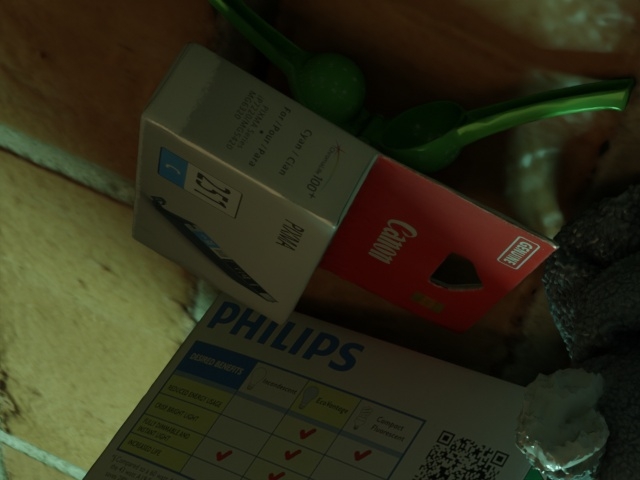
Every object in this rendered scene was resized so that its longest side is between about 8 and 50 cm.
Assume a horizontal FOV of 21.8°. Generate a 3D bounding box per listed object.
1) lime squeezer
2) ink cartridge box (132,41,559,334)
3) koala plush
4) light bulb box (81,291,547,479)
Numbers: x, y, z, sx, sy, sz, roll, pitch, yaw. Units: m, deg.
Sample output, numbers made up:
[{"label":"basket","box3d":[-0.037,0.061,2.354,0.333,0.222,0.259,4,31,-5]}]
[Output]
[{"label":"lime squeezer","box3d":[0.031,-0.098,1.026,0.310,0.059,0.110,21,150,14]},{"label":"ink cartridge box","box3d":[0.000,0.000,1.133,0.261,0.066,0.296,29,164,1]},{"label":"koala plush","box3d":[0.203,0.094,1.010,0.203,0.221,0.196,2,142,39]},{"label":"light bulb box","box3d":[-0.007,0.275,1.286,0.358,0.361,0.225,16,150,38]}]
